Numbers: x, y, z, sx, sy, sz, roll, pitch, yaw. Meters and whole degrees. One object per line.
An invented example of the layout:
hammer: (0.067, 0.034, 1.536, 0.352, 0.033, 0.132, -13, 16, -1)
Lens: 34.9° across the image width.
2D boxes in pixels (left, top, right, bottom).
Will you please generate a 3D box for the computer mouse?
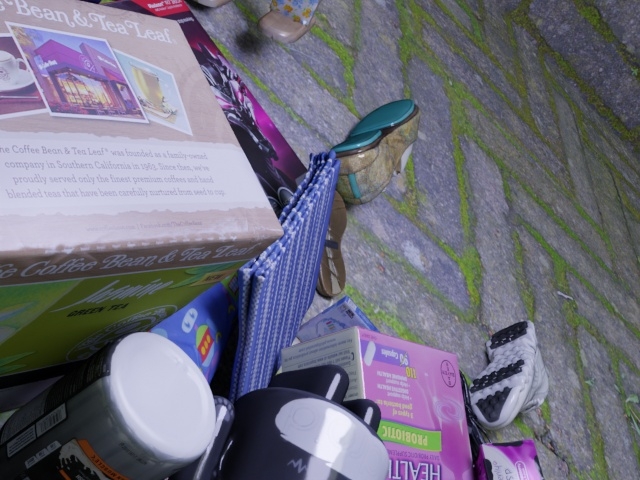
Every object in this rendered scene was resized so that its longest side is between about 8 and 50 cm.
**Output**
computer mouse: (0.154, 0.237, 1.437, 0.272, 0.072, 0.188, 40, 27, -51)

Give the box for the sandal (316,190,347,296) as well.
sandal: (0.000, 0.000, 1.474, 0.072, 0.049, 0.180, 20, 58, -40)

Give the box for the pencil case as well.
pencil case: (-0.143, 0.085, 1.073, 0.133, 0.119, 0.306, 48, 28, -18)

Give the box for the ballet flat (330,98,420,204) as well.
ballet flat: (0.098, -0.147, 1.730, 0.123, 0.123, 0.348, 52, 27, -5)

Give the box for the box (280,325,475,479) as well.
box: (0.073, 0.244, 1.186, 0.213, 0.117, 0.243, 21, 57, -48)

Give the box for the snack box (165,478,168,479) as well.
snack box: (-0.123, 0.255, 1.024, 0.178, 0.022, 0.064, 19, 46, -49)

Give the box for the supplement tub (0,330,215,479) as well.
supplement tub: (-0.188, 0.166, 0.840, 0.117, 0.190, 0.117, 37, 33, -29)

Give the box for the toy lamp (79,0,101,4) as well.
toy lamp: (-0.376, -0.310, 1.153, 0.275, 0.080, 0.080, -6, 64, -47)

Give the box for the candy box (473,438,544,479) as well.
candy box: (0.226, 0.371, 1.243, 0.233, 0.071, 0.159, 91, -7, -49)

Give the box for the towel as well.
towel: (-0.049, 0.057, 1.180, 0.040, 0.243, 0.336, 15, 29, 8)

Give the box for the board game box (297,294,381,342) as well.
board game box: (0.029, 0.128, 1.326, 0.090, 0.090, 0.020, 49, 26, -12)

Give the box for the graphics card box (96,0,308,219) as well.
graphics card box: (-0.163, -0.145, 1.323, 0.371, 0.094, 0.233, 55, 28, -2)

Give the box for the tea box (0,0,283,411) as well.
tea box: (-0.270, -0.011, 0.765, 0.329, 0.323, 0.220, -6, 65, -58)

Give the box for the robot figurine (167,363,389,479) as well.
robot figurine: (-0.039, 0.252, 0.962, 0.209, 0.173, 0.278, 23, 53, 2)

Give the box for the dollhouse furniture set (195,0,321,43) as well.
dollhouse furniture set: (-0.147, -0.529, 1.509, 0.394, 0.362, 0.256, 25, 28, 4)

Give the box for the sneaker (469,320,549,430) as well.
sneaker: (0.321, 0.236, 1.659, 0.118, 0.110, 0.292, 61, 27, -8)
